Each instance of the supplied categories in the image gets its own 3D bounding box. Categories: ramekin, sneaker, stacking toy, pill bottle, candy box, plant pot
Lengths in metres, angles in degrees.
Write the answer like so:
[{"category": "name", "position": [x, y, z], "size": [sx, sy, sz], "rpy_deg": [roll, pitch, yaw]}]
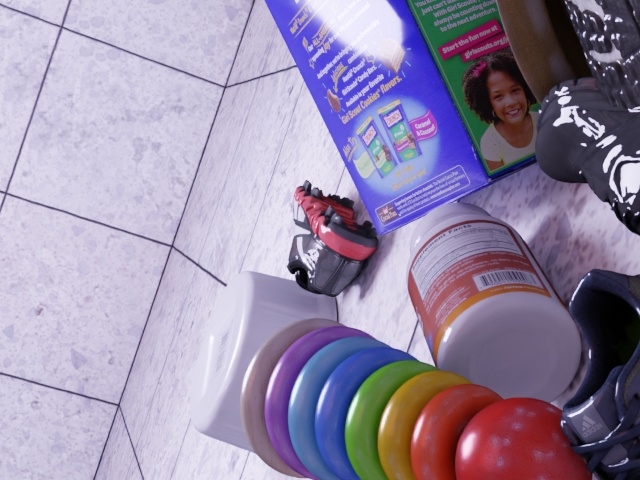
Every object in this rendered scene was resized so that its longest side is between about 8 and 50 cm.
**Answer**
[{"category": "ramekin", "position": [-0.092, 0.179, 1.563], "size": [0.277, 0.135, 0.277], "rpy_deg": [-161, 90, -75]}, {"category": "sneaker", "position": [0.000, 0.000, 1.520], "size": [0.135, 0.098, 0.276], "rpy_deg": [-65, 18, 13]}, {"category": "stacking toy", "position": [0.071, 0.139, 0.798], "size": [0.330, 0.141, 0.141], "rpy_deg": [1, 72, 59]}, {"category": "pill bottle", "position": [0.144, 0.052, 0.945], "size": [0.216, 0.121, 0.121], "rpy_deg": [-103, 35, -62]}, {"category": "sneaker", "position": [0.241, -0.059, 0.789], "size": [0.286, 0.109, 0.130], "rpy_deg": [169, 112, -74]}, {"category": "candy box", "position": [0.088, -0.191, 1.096], "size": [0.317, 0.122, 0.268], "rpy_deg": [64, 157, 0]}, {"category": "sneaker", "position": [0.206, 0.143, 0.635], "size": [0.111, 0.121, 0.300], "rpy_deg": [124, 158, -44]}, {"category": "sneaker", "position": [0.248, -0.224, 0.726], "size": [0.182, 0.158, 0.410], "rpy_deg": [-22, 20, 21]}, {"category": "plant pot", "position": [0.207, -0.220, 0.922], "size": [0.032, 0.236, 0.236], "rpy_deg": [-11, 55, 31]}]
